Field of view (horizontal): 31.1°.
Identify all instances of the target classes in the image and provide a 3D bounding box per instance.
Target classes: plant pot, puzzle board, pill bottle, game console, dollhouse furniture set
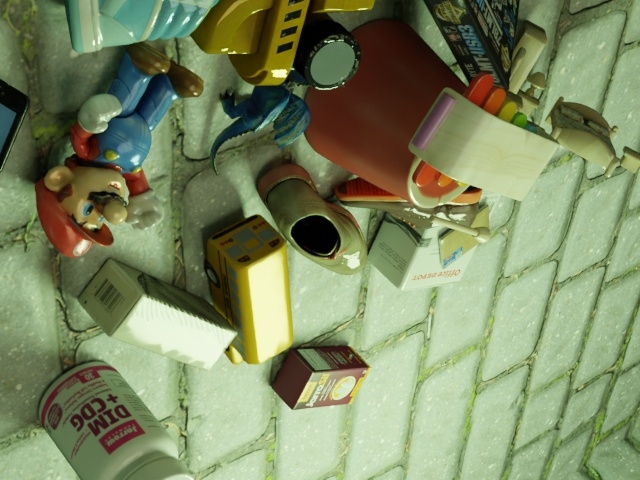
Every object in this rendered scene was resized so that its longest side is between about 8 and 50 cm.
[{"bbox_3d":[0.144,-0.199,1.945,0.275,0.243,0.275,-27,140,-25],"label":"plant pot"},{"bbox_3d":[0.285,-0.008,2.281,0.128,0.011,0.096,-35,145,-18],"label":"puzzle board"},{"bbox_3d":[-0.340,0.349,1.931,0.160,0.283,0.160,-28,141,-26],"label":"pill bottle"},{"bbox_3d":[-0.457,-0.156,1.503,0.122,0.107,0.071,-61,171,20],"label":"game console"},{"bbox_3d":[0.499,-0.248,2.166,0.174,0.355,0.303,-62,-179,22],"label":"dollhouse furniture set"}]

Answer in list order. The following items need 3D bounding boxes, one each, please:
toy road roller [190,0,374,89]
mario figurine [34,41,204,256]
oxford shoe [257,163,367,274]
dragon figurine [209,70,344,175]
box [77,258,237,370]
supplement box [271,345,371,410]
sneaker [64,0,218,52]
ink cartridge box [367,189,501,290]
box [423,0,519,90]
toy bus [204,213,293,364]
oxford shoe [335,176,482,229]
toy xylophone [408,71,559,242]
[{"bbox_3d":[-0.063,-0.372,1.602,0.240,0.202,0.330,-6,129,-30],"label":"toy road roller"},{"bbox_3d":[-0.277,-0.111,1.640,0.198,0.170,0.321,29,94,-20],"label":"mario figurine"},{"bbox_3d":[0.000,0.000,2.066,0.123,0.130,0.348,-34,144,12],"label":"oxford shoe"},{"bbox_3d":[-0.075,-0.203,1.793,0.289,0.144,0.085,-53,144,8],"label":"dragon figurine"},{"bbox_3d":[-0.270,0.130,1.944,0.094,0.113,0.275,-52,146,5],"label":"box"},{"bbox_3d":[0.003,0.286,2.410,0.188,0.081,0.104,2,123,-47],"label":"supplement box"},{"bbox_3d":[-0.219,-0.381,1.438,0.208,0.127,0.319,-5,141,-14],"label":"sneaker"},{"bbox_3d":[0.236,-0.047,2.302,0.197,0.114,0.273,-5,126,-44],"label":"ink cartridge box"},{"bbox_3d":[0.250,-0.433,1.838,0.295,0.073,0.293,43,52,-56],"label":"box"},{"bbox_3d":[-0.122,0.105,2.057,0.108,0.130,0.333,-29,141,-24],"label":"toy bus"},{"bbox_3d":[0.161,-0.063,2.128,0.271,0.097,0.098,3,121,-1],"label":"oxford shoe"},{"bbox_3d":[0.259,-0.124,1.854,0.236,0.081,0.322,-54,145,9],"label":"toy xylophone"}]
